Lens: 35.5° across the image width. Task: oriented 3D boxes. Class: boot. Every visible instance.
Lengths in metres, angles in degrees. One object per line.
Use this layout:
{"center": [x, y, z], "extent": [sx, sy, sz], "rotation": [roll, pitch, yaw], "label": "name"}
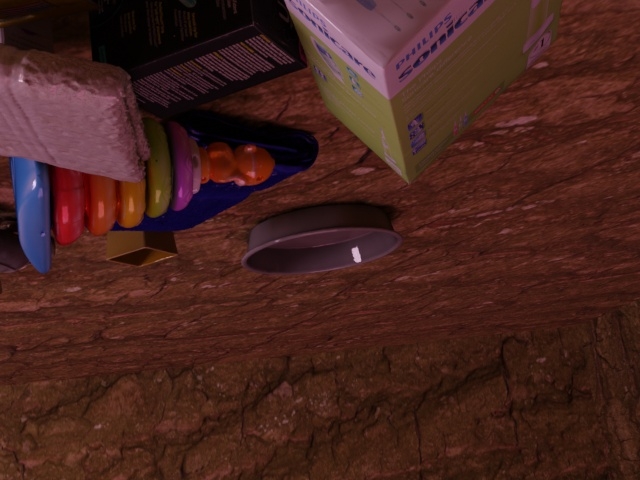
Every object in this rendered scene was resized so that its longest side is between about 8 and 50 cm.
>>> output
{"center": [-0.479, -0.009, 1.417], "extent": [0.190, 0.076, 0.208], "rotation": [-1, 155, 30], "label": "boot"}

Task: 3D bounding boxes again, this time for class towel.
{"center": [-0.177, -0.077, 1.376], "extent": [0.228, 0.076, 0.308], "rotation": [7, 159, -42], "label": "towel"}
{"center": [-0.249, -0.116, 0.883], "extent": [0.187, 0.049, 0.282], "rotation": [11, 170, -5], "label": "towel"}

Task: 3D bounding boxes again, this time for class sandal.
{"center": [-0.467, 0.011, 1.594], "extent": [0.072, 0.049, 0.180], "rotation": [-6, 165, -7], "label": "sandal"}

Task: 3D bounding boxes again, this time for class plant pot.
{"center": [-0.278, -0.013, 1.541], "extent": [0.081, 0.083, 0.081], "rotation": [-16, 164, 27], "label": "plant pot"}

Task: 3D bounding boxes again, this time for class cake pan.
{"center": [0.000, 0.000, 1.798], "extent": [0.293, 0.054, 0.293], "rotation": [-8, 165, -2], "label": "cake pan"}

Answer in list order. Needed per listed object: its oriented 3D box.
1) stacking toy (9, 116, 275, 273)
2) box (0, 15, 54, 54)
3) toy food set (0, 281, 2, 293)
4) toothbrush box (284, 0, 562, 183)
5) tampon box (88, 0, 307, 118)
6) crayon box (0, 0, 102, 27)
{"center": [-0.199, -0.083, 1.153], "extent": [0.302, 0.166, 0.175], "rotation": [-6, 142, -18], "label": "stacking toy"}
{"center": [-0.402, -0.151, 1.003], "extent": [0.324, 0.063, 0.067], "rotation": [-17, 164, 31], "label": "box"}
{"center": [-0.724, 0.112, 1.743], "extent": [0.220, 0.092, 0.306], "rotation": [6, 159, -44], "label": "toy food set"}
{"center": [0.096, -0.193, 0.837], "extent": [0.206, 0.122, 0.283], "rotation": [-45, 165, -3], "label": "toothbrush box"}
{"center": [-0.109, -0.197, 0.880], "extent": [0.161, 0.120, 0.101], "rotation": [-14, 162, 23], "label": "tampon box"}
{"center": [-0.298, -0.216, 0.705], "extent": [0.202, 0.081, 0.318], "rotation": [-10, 178, 3], "label": "crayon box"}
